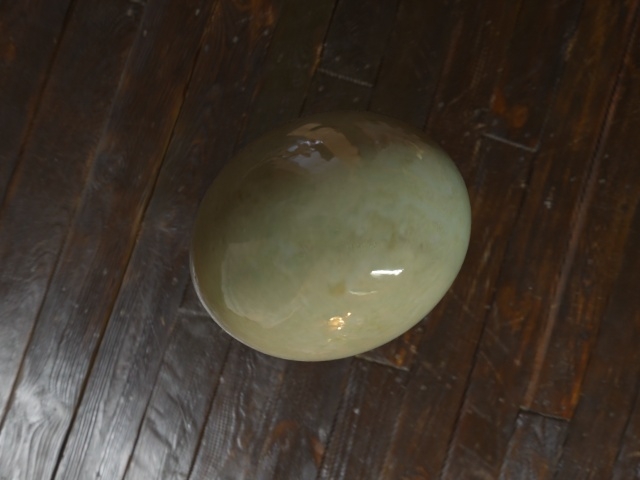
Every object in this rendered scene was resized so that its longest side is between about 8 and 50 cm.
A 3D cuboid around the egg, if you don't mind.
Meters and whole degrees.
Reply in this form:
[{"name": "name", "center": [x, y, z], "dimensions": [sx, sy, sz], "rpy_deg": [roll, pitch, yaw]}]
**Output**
[{"name": "egg", "center": [0.000, 0.000, 0.396], "dimensions": [0.114, 0.152, 0.114], "rpy_deg": [28, 49, -36]}]
